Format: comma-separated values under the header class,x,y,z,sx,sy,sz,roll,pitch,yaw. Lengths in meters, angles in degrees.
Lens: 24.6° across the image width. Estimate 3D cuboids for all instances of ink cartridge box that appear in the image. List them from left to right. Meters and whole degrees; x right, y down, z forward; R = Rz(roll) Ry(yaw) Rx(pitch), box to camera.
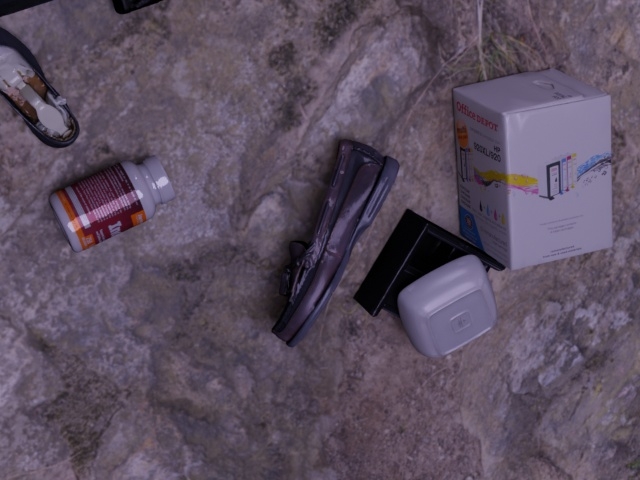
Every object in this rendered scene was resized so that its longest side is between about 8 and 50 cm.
class,x,y,z,sx,sy,sz,roll,pitch,yaw
ink cartridge box,0.301,-0.106,2.091,0.168,0.171,0.233,-12,112,-17

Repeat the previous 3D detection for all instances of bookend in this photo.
class,x,y,z,sx,sy,sz,roll,pitch,yaw
bookend,0.159,0.061,2.150,0.156,0.072,0.157,28,97,-28

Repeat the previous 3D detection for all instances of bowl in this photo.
class,x,y,z,sx,sy,sz,roll,pitch,yaw
bowl,0.191,0.102,2.114,0.142,0.053,0.142,-28,131,-7

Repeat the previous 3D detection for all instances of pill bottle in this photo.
class,x,y,z,sx,sy,sz,roll,pitch,yaw
pill bottle,-0.272,-0.052,1.930,0.152,0.086,0.086,-26,116,-11

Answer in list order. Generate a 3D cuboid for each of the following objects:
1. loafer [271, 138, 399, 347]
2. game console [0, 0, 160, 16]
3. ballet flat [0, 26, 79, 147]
class,x,y,z,sx,sy,sz,roll,pitch,yaw
loafer,0.000,0.000,2.062,0.095,0.109,0.303,30,90,-8
game console,-0.323,-0.368,1.814,0.361,0.044,0.213,-22,115,-18
ballet flat,-0.373,-0.194,1.849,0.074,0.074,0.203,-40,118,-4
